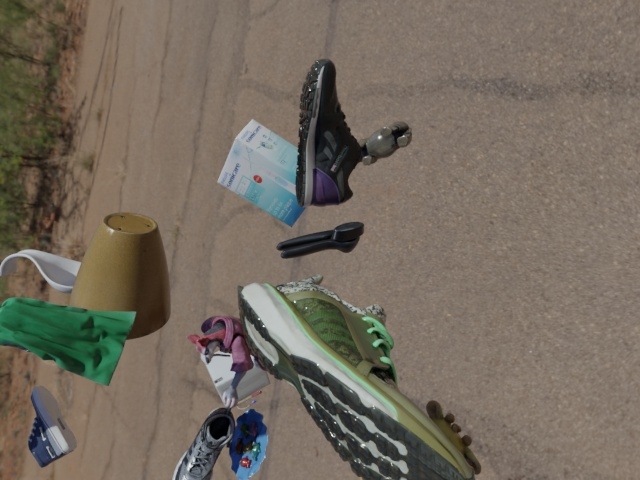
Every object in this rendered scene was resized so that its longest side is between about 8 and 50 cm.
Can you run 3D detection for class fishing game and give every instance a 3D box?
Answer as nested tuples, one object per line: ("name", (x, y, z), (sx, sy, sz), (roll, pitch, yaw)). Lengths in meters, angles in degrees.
("fishing game", (-0.216, 0.577, 1.138), (0.189, 0.041, 0.263), (-37, 45, 34))

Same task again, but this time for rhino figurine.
("rhino figurine", (0.127, -0.231, 1.024), (0.244, 0.106, 0.073), (-21, 101, 37))

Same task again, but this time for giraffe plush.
("giraffe plush", (0.197, 0.407, 0.748), (0.181, 0.210, 0.170), (41, 123, 1))

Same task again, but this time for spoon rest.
("spoon rest", (-0.741, 0.083, 1.105), (0.137, 0.277, 0.083), (-74, -5, -70))

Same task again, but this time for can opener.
("can opener", (0.000, 0.000, 0.830), (0.059, 0.186, 0.073), (-121, 23, -53))

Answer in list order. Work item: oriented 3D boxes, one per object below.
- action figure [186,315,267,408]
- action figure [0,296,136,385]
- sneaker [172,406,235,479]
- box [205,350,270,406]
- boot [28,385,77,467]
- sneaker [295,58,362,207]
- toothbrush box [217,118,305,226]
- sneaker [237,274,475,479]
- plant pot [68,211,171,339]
("action figure", (-0.195, 0.271, 1.107), (0.248, 0.370, 0.275), (40, 97, 32))
("action figure", (-0.464, 0.158, 0.693), (0.064, 0.232, 0.137), (-28, 45, 48))
("sneaker", (-0.313, 0.573, 1.079), (0.268, 0.102, 0.153), (-65, 4, -38))
("box", (-0.312, 0.486, 1.488), (0.182, 0.181, 0.118), (32, 141, 54))
("boot", (-0.708, 0.473, 1.016), (0.189, 0.086, 0.069), (58, 168, 7))
("sneaker", (0.023, -0.202, 0.786), (0.107, 0.124, 0.282), (-114, 26, -57))
("toothbrush box", (-0.157, -0.214, 1.312), (0.216, 0.296, 0.126), (-48, 13, 46))
("sneaker", (0.045, 0.145, 0.540), (0.410, 0.182, 0.157), (33, 140, 43))
("plant pot", (-0.476, 0.068, 0.981), (0.237, 0.237, 0.254), (37, 119, 42))
